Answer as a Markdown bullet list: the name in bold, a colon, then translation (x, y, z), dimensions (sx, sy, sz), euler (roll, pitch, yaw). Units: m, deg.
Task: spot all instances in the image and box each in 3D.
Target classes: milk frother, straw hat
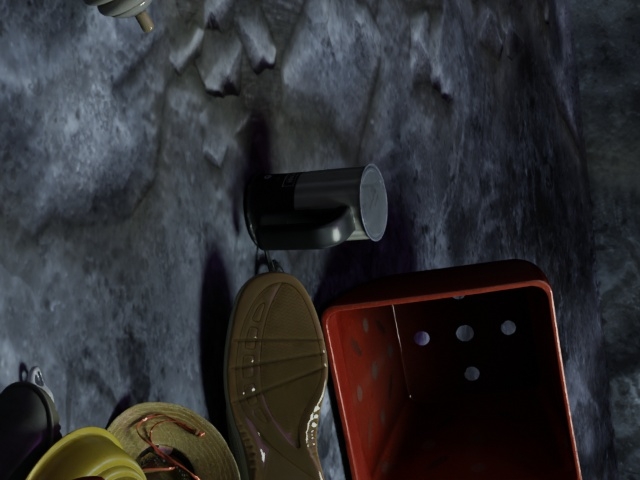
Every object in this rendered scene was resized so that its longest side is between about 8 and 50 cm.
- **milk frother**: translation (0.000, 0.000, 2.051), dimensions (0.129, 0.134, 0.143), euler (-71, 148, -42)
- **straw hat**: translation (-0.146, 0.224, 1.742), dimensions (0.061, 0.144, 0.144), euler (121, -10, -47)

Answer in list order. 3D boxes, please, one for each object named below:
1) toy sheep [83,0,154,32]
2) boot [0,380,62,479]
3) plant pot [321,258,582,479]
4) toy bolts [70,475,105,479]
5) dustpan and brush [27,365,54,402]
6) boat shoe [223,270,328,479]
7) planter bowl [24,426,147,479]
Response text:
- **toy sheep**: translation (-0.185, -0.245, 1.711), dimensions (0.132, 0.091, 0.091), euler (54, 34, -22)
- **boot**: translation (-0.284, 0.170, 1.427), dimensions (0.208, 0.076, 0.190), euler (39, 51, -53)
- **plant pot**: translation (0.166, 0.152, 2.306), dimensions (0.236, 0.267, 0.267), euler (-67, 148, -71)
- **toy bolts**: translation (-0.191, 0.300, 1.343), dimensions (0.228, 0.158, 0.218), euler (-32, 120, -16)
- **dustpan and brush**: translation (-0.216, 0.211, 1.608), dimensions (0.147, 0.060, 0.211), euler (-23, 114, -62)
- **boat shoe**: translation (-0.050, 0.181, 1.964), dimensions (0.098, 0.109, 0.302), euler (-171, -106, -72)
- **planter bowl**: translation (-0.169, 0.263, 1.513), dimensions (0.217, 0.090, 0.217), euler (-41, 136, -54)
